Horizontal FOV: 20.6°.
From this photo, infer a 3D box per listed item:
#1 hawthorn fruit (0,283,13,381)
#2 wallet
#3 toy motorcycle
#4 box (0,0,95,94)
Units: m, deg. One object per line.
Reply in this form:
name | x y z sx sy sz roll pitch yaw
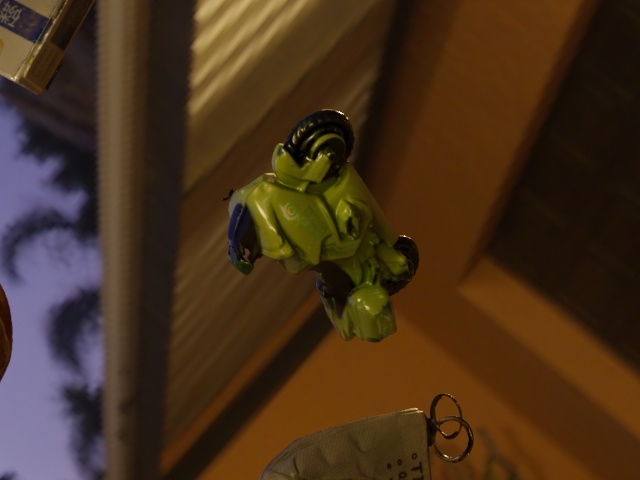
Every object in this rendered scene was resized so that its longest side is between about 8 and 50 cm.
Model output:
hawthorn fruit | -0.323 0.079 1.416 0.188 0.169 0.169 -16 14 41
wallet | 0.039 0.336 1.833 0.275 0.068 0.335 -3 -85 -37
toy motorcycle | 0.001 0.001 2.134 0.206 0.142 0.342 -32 -44 0
box | -0.368 -0.304 1.713 0.200 0.343 0.065 -61 -16 -3
